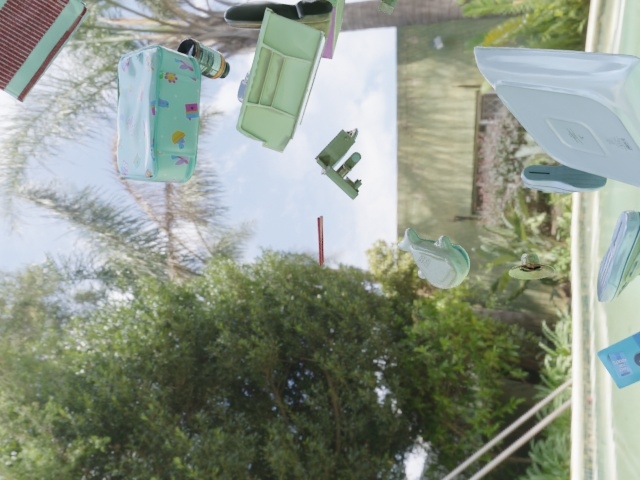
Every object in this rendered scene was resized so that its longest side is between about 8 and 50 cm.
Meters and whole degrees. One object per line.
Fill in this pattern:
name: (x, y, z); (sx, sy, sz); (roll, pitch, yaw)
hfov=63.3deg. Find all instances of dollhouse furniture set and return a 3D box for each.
dollhouse furniture set: (0.219, -0.814, 1.565); (0.161, 0.101, 0.181); (140, 155, -81)
dollhouse furniture set: (0.079, -0.223, 1.509); (0.144, 0.123, 0.151); (42, -169, -14)

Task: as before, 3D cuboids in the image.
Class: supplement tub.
supplement tub: (-0.418, -0.650, 1.884); (0.198, 0.106, 0.105); (4, -89, -60)

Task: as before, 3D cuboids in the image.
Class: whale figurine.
whale figurine: (0.425, 0.053, 1.924); (0.141, 0.272, 0.216); (-36, -25, -44)

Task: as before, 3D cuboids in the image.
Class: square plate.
square plate: (0.457, -0.202, 0.906); (0.347, 0.344, 0.049); (35, -85, -31)

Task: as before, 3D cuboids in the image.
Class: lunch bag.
lunch bag: (-0.348, -0.262, 1.094); (0.108, 0.224, 0.278); (0, -84, -42)

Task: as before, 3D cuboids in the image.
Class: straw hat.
straw hat: (0.660, 0.071, 1.630); (0.144, 0.145, 0.061); (48, -139, -59)

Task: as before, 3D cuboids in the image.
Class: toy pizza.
toy pizza: (0.058, -0.310, 1.779); (0.032, 0.201, 0.201); (36, -129, -14)

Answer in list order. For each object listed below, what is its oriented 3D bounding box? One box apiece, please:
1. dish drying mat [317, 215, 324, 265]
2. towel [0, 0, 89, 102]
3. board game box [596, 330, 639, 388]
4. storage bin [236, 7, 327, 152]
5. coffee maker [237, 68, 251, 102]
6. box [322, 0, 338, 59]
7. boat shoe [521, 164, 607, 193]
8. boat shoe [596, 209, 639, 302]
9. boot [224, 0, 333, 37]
dish drying mat: (0.000, 0.000, 0.897); (0.032, 0.008, 0.083); (-52, -39, -76)
towel: (-0.635, -0.447, 0.943); (0.329, 0.037, 0.237); (36, -88, -24)
board game box: (0.727, 0.176, 0.988); (0.336, 0.254, 0.079); (1, -125, -40)
storage bin: (-0.082, -0.352, 1.156); (0.262, 0.123, 0.260); (-86, 14, -71)
coffee maker: (-0.180, -0.421, 1.551); (0.171, 0.178, 0.120); (-50, -54, 2)
box: (0.012, -0.788, 1.764); (0.213, 0.118, 0.242); (94, -172, -62)
boat shoe: (0.709, -0.177, 1.515); (0.076, 0.227, 0.083); (45, -115, -56)
boat shoe: (0.818, 0.056, 1.383); (0.109, 0.094, 0.302); (-65, -22, -47)
boot: (-0.119, -0.615, 1.489); (0.115, 0.306, 0.112); (96, 171, -57)
